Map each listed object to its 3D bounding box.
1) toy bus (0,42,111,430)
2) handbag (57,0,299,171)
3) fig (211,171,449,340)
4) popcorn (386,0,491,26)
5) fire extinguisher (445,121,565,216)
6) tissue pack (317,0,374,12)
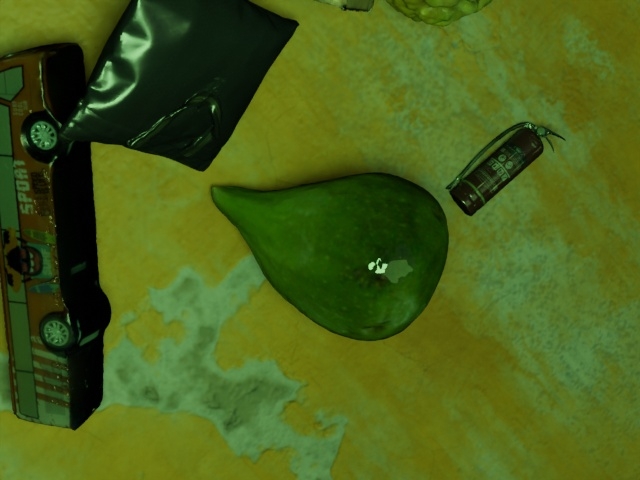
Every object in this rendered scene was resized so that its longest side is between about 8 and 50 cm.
[{"bbox_3d":[-0.284,-0.001,1.238,0.092,0.093,0.409,5,108,16],"label":"toy bus"},{"bbox_3d":[-0.141,-0.171,1.217,0.211,0.088,0.254,-56,154,12],"label":"handbag"},{"bbox_3d":[0.000,0.000,1.341,0.275,0.206,0.206,20,97,-7],"label":"fig"},{"bbox_3d":[0.128,-0.338,1.308,0.197,0.155,0.198,-3,95,-41],"label":"popcorn"},{"bbox_3d":[0.233,-0.097,1.488,0.158,0.043,0.064,-41,76,-9],"label":"fire extinguisher"},{"bbox_3d":[-0.005,-0.406,1.196,0.238,0.238,0.306,7,106,-26],"label":"tissue pack"}]
